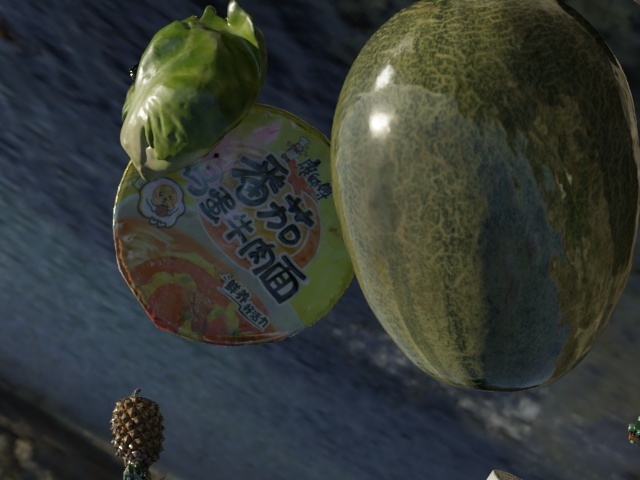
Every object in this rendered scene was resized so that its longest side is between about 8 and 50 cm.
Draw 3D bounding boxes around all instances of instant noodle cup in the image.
[{"bbox_3d":[-0.087,-0.012,1.411,0.264,0.264,0.200,29,176,1],"label":"instant noodle cup"}]

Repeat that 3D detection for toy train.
[{"bbox_3d":[0.551,0.321,2.079,0.103,0.044,0.064,11,140,13],"label":"toy train"}]

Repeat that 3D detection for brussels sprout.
[{"bbox_3d":[-0.128,-0.145,1.247,0.139,0.181,0.100,44,174,45],"label":"brussels sprout"}]

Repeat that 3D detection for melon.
[{"bbox_3d":[0.132,-0.041,1.023,0.249,0.329,0.248,-4,-176,0],"label":"melon"}]

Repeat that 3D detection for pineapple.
[{"bbox_3d":[-0.274,0.334,1.963,0.083,0.221,0.103,-12,156,8],"label":"pineapple"}]

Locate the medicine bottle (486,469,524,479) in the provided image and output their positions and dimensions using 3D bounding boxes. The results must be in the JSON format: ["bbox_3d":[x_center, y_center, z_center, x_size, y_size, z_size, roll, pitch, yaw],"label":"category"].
[{"bbox_3d":[0.159,0.372,1.298,0.143,0.258,0.143,33,-175,-3],"label":"medicine bottle"}]

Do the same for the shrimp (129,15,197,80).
[{"bbox_3d":[-0.207,-0.286,1.902,0.174,0.076,0.082,-18,123,28],"label":"shrimp"}]

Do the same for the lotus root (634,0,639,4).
[{"bbox_3d":[0.396,-0.330,1.302,0.192,0.272,0.272,53,165,2],"label":"lotus root"}]
